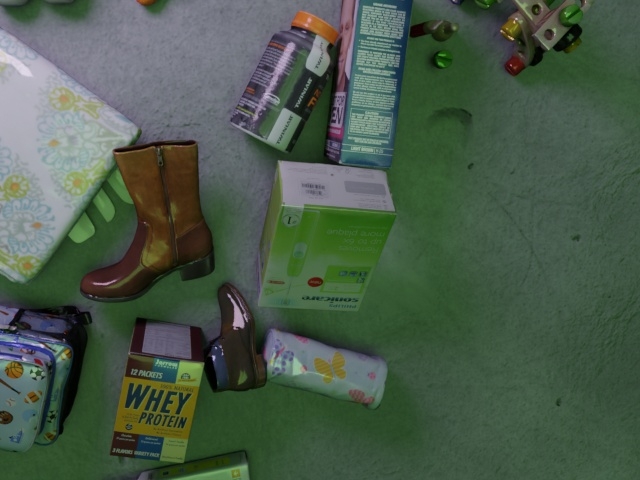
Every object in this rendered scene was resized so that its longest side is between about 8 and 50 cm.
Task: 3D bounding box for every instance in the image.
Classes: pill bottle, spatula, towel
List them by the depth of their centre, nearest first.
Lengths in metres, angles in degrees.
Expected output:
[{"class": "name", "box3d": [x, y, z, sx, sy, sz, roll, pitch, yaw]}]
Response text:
[{"class": "towel", "box3d": [-0.556, -0.144, 1.226, 0.320, 0.090, 0.374, 36, 95, -12]}, {"class": "pill bottle", "box3d": [-0.059, -0.297, 1.281, 0.130, 0.130, 0.245, 26, 96, -15]}, {"class": "spatula", "box3d": [-0.463, -0.133, 1.292, 0.168, 0.019, 0.242, -34, 106, -2]}]

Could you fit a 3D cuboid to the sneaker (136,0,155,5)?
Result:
[{"class": "sneaker", "box3d": [-0.280, -0.501, 1.228, 0.064, 0.067, 0.175, 33, 95, -17]}]

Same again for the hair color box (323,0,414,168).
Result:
[{"class": "hair color box", "box3d": [0.086, -0.317, 1.284, 0.105, 0.174, 0.347, 5, 100, -11]}]

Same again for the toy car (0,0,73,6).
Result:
[{"class": "toy car", "box3d": [-0.495, -0.482, 1.152, 0.182, 0.136, 0.159, -6, 102, -10]}]

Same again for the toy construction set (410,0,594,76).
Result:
[{"class": "toy construction set", "box3d": [0.345, -0.425, 1.281, 0.309, 0.237, 0.257, -20, 105, -6]}]

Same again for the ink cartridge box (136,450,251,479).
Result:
[{"class": "ink cartridge box", "box3d": [-0.287, 0.624, 1.461, 0.307, 0.072, 0.303, -8, 104, -7]}]

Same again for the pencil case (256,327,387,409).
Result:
[{"class": "pencil case", "box3d": [0.002, 0.266, 1.419, 0.273, 0.124, 0.113, 18, 72, -16]}]

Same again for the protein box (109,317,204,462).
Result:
[{"class": "protein box", "box3d": [-0.308, 0.280, 1.312, 0.136, 0.201, 0.199, 11, 99, -13]}]

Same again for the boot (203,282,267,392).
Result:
[{"class": "boot", "box3d": [-0.184, 0.190, 1.336, 0.106, 0.082, 0.219, -8, 70, -39]}]

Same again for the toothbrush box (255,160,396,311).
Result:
[{"class": "toothbrush box", "box3d": [0.000, 0.000, 1.290, 0.206, 0.122, 0.283, 5, 138, -13]}]

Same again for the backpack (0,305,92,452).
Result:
[{"class": "backpack", "box3d": [-0.589, 0.246, 1.257, 0.263, 0.213, 0.276, 16, 101, -3]}]

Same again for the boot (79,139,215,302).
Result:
[{"class": "boot", "box3d": [-0.332, -0.033, 1.251, 0.264, 0.096, 0.280, -12, 124, -10]}]
